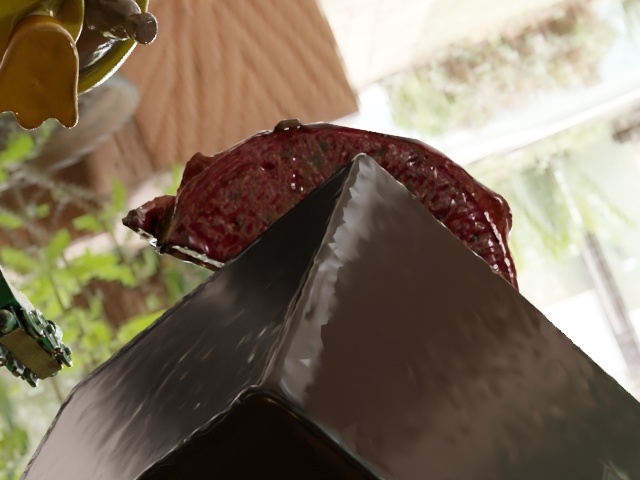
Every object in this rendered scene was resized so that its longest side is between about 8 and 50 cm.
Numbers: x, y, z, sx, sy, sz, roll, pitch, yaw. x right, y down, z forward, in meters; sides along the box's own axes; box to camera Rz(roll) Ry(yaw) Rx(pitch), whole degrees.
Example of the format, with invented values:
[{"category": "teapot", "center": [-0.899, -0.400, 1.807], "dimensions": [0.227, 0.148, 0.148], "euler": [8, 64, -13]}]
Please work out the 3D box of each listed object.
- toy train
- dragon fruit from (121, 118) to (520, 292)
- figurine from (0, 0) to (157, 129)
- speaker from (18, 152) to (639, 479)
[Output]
[{"category": "toy train", "center": [-0.344, 0.102, 1.793], "dimensions": [0.071, 0.105, 0.178], "euler": [-31, 156, -3]}, {"category": "dragon fruit", "center": [0.001, -0.010, 1.032], "dimensions": [0.274, 0.126, 0.161], "euler": [21, 170, -18]}, {"category": "figurine", "center": [-0.214, -0.186, 1.120], "dimensions": [0.187, 0.215, 0.344], "euler": [-13, -160, -2]}, {"category": "speaker", "center": [0.014, 0.145, 0.683], "dimensions": [0.232, 0.254, 0.184], "euler": [-38, -163, 33]}]
